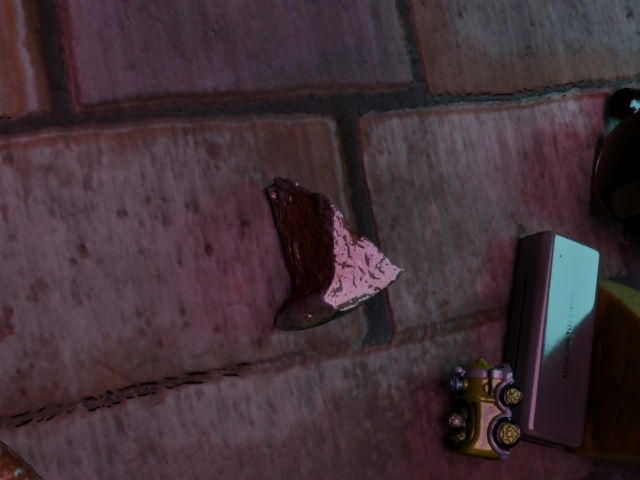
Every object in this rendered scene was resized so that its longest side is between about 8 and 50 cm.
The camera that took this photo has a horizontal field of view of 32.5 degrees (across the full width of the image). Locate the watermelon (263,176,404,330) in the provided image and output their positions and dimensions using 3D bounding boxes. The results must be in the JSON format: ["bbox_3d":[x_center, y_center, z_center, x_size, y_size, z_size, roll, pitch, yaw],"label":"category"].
[{"bbox_3d":[0.020,0.008,1.124,0.121,0.098,0.158,-1,79,-34],"label":"watermelon"}]

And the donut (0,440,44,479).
[{"bbox_3d":[-0.357,0.316,0.785,0.377,0.163,0.435,-22,93,-35],"label":"donut"}]

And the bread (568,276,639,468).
[{"bbox_3d":[0.488,0.168,1.248,0.233,0.361,0.245,19,74,-29],"label":"bread"}]

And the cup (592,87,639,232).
[{"bbox_3d":[0.447,-0.088,1.418,0.176,0.239,0.166,16,115,-25],"label":"cup"}]

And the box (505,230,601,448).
[{"bbox_3d":[0.272,0.116,1.295,0.103,0.055,0.244,19,72,-30],"label":"box"}]

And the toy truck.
[{"bbox_3d":[0.175,0.186,1.215,0.076,0.076,0.111,7,77,-12],"label":"toy truck"}]
